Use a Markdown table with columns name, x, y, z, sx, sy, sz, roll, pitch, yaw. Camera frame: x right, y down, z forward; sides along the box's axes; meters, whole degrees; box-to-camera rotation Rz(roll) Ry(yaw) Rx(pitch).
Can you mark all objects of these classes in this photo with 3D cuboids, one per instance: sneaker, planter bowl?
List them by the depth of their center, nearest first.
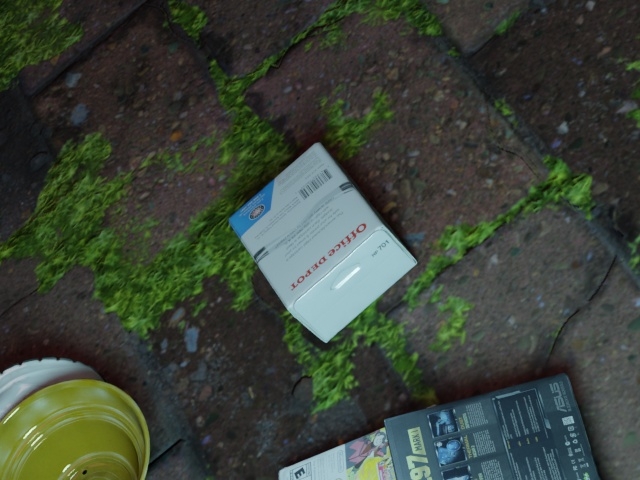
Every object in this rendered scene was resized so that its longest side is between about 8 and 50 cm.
| name | x | y | z | sx | sy | sz | roll | pitch | yaw |
| --- | --- | --- | --- | --- | --- | --- | --- | --- | --- |
| planter bowl | -0.265 | 0.268 | 2.104 | 0.217 | 0.090 | 0.217 | -13 | 55 | 18 |
| sneaker | -0.375 | 0.234 | 2.195 | 0.297 | 0.111 | 0.129 | -23 | 48 | -9 |

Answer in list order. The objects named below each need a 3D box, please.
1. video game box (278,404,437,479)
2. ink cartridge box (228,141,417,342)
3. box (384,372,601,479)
| name | x | y | z | sx | sy | sz | roll | pitch | yaw |
| --- | --- | --- | --- | --- | --- | --- | --- | --- | --- |
| video game box | 0.052 | 0.281 | 1.876 | 0.187 | 0.048 | 0.205 | -26 | 43 | 22 |
| ink cartridge box | 0.000 | 0.000 | 2.136 | 0.139 | 0.082 | 0.191 | -41 | 41 | 4 |
| box | 0.168 | 0.242 | 1.764 | 0.183 | 0.059 | 0.233 | -15 | 44 | 2 |
